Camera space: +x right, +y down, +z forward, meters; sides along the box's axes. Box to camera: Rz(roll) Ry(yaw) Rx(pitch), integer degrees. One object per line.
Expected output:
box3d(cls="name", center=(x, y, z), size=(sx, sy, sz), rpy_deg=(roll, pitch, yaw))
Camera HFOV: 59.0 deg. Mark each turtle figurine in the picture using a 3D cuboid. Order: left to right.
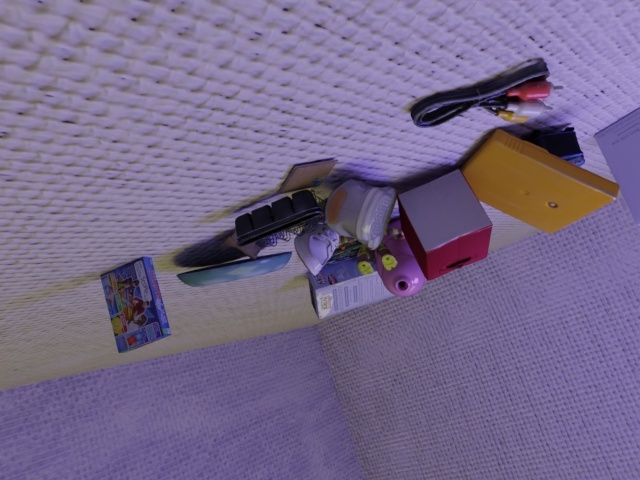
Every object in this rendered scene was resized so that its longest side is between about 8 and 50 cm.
box3d(cls="turtle figurine", center=(0.164, -0.001, 1.669), size=(0.269, 0.217, 0.087), rpy_deg=(-4, 127, -3))

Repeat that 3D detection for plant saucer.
box3d(cls="plant saucer", center=(-0.229, 0.080, 1.540), size=(0.317, 0.044, 0.317), rpy_deg=(-12, -178, 0))

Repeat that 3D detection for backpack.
box3d(cls="backpack", center=(0.579, -0.211, 1.494), size=(0.158, 0.117, 0.173), rpy_deg=(-11, 168, -26))

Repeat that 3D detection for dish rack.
box3d(cls="dish rack", center=(-0.072, -0.045, 1.361), size=(0.208, 0.074, 0.271), rpy_deg=(-20, 169, 13))

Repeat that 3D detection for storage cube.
box3d(cls="storage cube", center=(0.322, -0.039, 1.492), size=(0.183, 0.215, 0.193), rpy_deg=(-22, 153, 1))

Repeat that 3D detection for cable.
box3d(cls="cable", center=(0.316, -0.256, 1.046), size=(0.287, 0.072, 0.139), rpy_deg=(-14, 161, -18))

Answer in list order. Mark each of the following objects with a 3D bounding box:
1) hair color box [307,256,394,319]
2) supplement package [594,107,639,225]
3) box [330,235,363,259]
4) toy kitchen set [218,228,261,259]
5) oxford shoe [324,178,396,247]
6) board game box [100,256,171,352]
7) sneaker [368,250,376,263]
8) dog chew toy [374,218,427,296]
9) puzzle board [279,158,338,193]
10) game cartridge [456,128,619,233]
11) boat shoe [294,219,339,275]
box3d(cls="hair color box", center=(0.145, 0.174, 2.298), size=(0.374, 0.114, 0.185), rpy_deg=(-16, 133, -11))
box3d(cls="supplement package", center=(0.947, -0.215, 1.587), size=(0.175, 0.293, 0.177), rpy_deg=(-11, 164, -32))
box3d(cls="box", center=(0.066, 0.031, 1.910), size=(0.220, 0.051, 0.175), rpy_deg=(-17, 167, -7))
box3d(cls="toy kitchen set", center=(-0.196, 0.007, 1.434), size=(0.075, 0.083, 0.068), rpy_deg=(-35, -160, 51))
box3d(cls="oxford shoe", center=(0.107, -0.071, 1.415), size=(0.130, 0.169, 0.449), rpy_deg=(17, -177, 13))
box3d(cls="board game box", center=(-0.454, 0.158, 1.385), size=(0.136, 0.201, 0.035), rpy_deg=(-21, 167, 15))
box3d(cls="sneaker", center=(0.229, 0.051, 2.169), size=(0.066, 0.071, 0.188), rpy_deg=(-7, 163, -39))
box3d(cls="dog chew toy", center=(0.265, 0.064, 1.788), size=(0.206, 0.207, 0.332), rpy_deg=(-24, -162, 20))
box3d(cls="puzzle board", center=(-0.027, -0.136, 1.196), size=(0.096, 0.011, 0.128), rpy_deg=(-14, 167, -23))
box3d(cls="game cartridge", center=(0.525, -0.141, 1.437), size=(0.323, 0.053, 0.285), rpy_deg=(26, 161, -2))
box3d(cls="boat shoe", center=(0.000, 0.000, 1.464), size=(0.096, 0.098, 0.277), rpy_deg=(-30, -163, 13))
